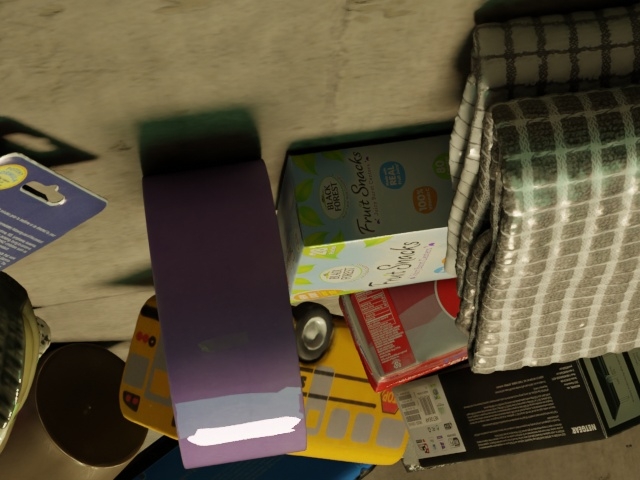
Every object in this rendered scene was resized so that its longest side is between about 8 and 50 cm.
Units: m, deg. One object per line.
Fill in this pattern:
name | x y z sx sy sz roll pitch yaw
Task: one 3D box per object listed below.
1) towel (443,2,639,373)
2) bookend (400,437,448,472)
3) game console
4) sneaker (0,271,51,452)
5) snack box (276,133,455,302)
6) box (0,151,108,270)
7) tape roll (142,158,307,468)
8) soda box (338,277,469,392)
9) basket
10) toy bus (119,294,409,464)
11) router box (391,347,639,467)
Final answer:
towel | 0.195 -0.020 1.040 0.235 0.121 0.284 -10 150 -4
bookend | 0.109 0.143 1.984 0.072 0.156 0.157 -13 124 19
game console | -0.115 0.267 1.967 0.293 0.250 0.173 -36 151 -19
sneaker | -0.289 0.098 1.452 0.182 0.158 0.410 -50 -179 -35
snack box | 0.077 -0.019 1.233 0.207 0.070 0.174 -7 167 -5
box | -0.248 0.006 1.067 0.225 0.036 0.136 -28 161 10
tape roll | -0.061 0.046 1.143 0.080 0.189 0.189 -8 168 -3
soda box | 0.149 0.028 1.366 0.263 0.083 0.092 -20 169 -5
basket | -0.282 0.198 1.783 0.227 0.204 0.154 -34 -174 44
toy bus | -0.010 0.117 1.560 0.108 0.130 0.332 13 179 42
router box | 0.231 0.095 1.446 0.243 0.081 0.309 -20 178 -24
